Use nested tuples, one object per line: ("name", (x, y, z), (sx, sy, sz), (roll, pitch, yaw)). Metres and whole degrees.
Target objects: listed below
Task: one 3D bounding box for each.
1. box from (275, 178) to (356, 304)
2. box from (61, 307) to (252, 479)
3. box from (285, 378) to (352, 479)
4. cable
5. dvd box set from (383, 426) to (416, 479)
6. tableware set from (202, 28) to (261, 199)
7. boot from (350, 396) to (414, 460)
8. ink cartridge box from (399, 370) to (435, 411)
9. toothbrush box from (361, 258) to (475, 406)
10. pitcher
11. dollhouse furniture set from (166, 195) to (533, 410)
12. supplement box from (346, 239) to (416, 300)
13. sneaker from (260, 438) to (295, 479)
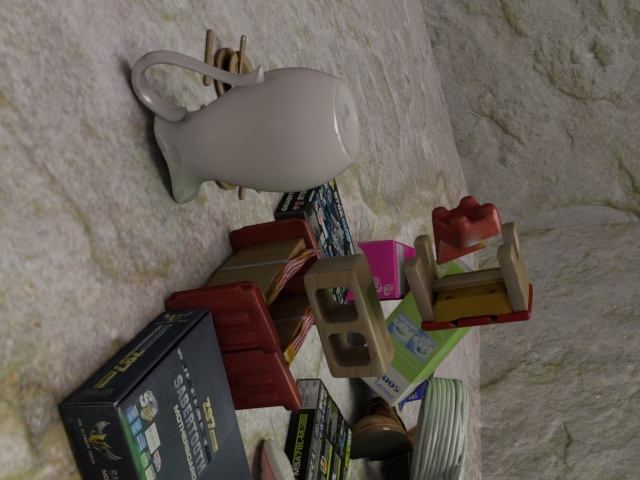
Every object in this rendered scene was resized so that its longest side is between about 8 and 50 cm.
("box", (0.000, 0.000, 1.152), (0.175, 0.051, 0.220), (-69, 148, -52))
("box", (-0.140, 0.207, 0.673), (0.183, 0.059, 0.233), (-51, 133, -66))
("box", (-0.002, 0.337, 1.074), (0.184, 0.045, 0.191), (68, 24, -47))
("cable", (0.236, 0.405, 1.419), (0.257, 0.089, 0.257), (86, 14, -64))
("dvd box set", (0.232, 0.611, 1.662), (0.420, 0.062, 0.308), (22, 64, -69))
("tableware set", (-0.104, -0.159, 0.904), (0.128, 0.039, 0.194), (42, 46, -64))
("boot", (0.103, 0.345, 1.325), (0.305, 0.112, 0.115), (56, 18, -67))
("ink cartridge box", (0.251, 0.285, 1.805), (0.333, 0.065, 0.166), (-48, 131, -64))
("toothbrush box", (0.209, 0.171, 1.375), (0.283, 0.122, 0.206), (-53, 162, 9))
("pitcher", (-0.076, -0.126, 0.720), (0.178, 0.207, 0.126), (65, 27, -42))
("dollhouse furniture set", (0.044, 0.065, 0.774), (0.201, 0.373, 0.152), (-54, 131, -60))
("supplement box", (0.121, 0.064, 1.399), (0.220, 0.111, 0.114), (18, 69, -69))
("sneaker", (-0.065, 0.322, 0.895), (0.051, 0.070, 0.134), (49, 10, -47))
